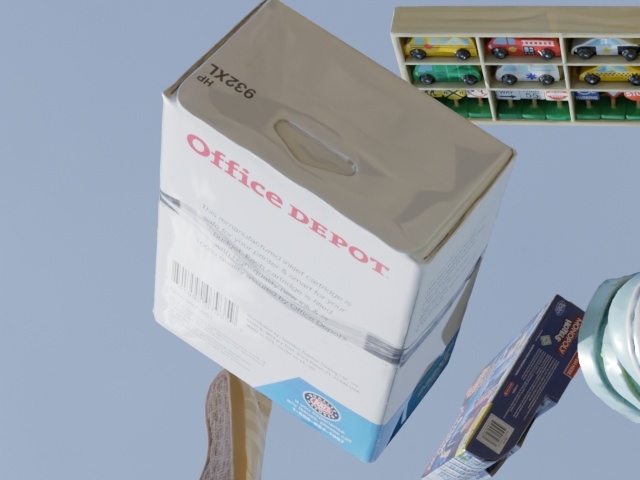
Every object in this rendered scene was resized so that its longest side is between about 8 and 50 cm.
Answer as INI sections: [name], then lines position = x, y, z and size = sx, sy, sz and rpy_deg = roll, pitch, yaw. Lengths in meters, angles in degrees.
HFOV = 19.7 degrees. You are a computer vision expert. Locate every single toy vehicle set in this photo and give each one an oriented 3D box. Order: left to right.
[toy vehicle set]
position = 0.217, -0.180, 1.914
size = 0.166, 0.267, 0.035
rpy_deg = 67, -151, -57

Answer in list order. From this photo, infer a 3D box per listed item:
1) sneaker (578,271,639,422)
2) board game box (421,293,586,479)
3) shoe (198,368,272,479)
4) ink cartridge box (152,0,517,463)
[sneaker]
position = 0.231, 0.073, 1.234
size = 0.319, 0.208, 0.127
rpy_deg = 14, -100, -50
[board game box]
position = 0.186, 0.170, 1.868
size = 0.060, 0.194, 0.194
rpy_deg = 34, -112, 0
[shoe]
position = -0.076, 0.213, 1.714
size = 0.058, 0.076, 0.219
rpy_deg = 29, -141, -24
[ink cartridge box]
position = 0.000, 0.000, 1.384
size = 0.223, 0.307, 0.129
rpy_deg = 34, -120, 14
